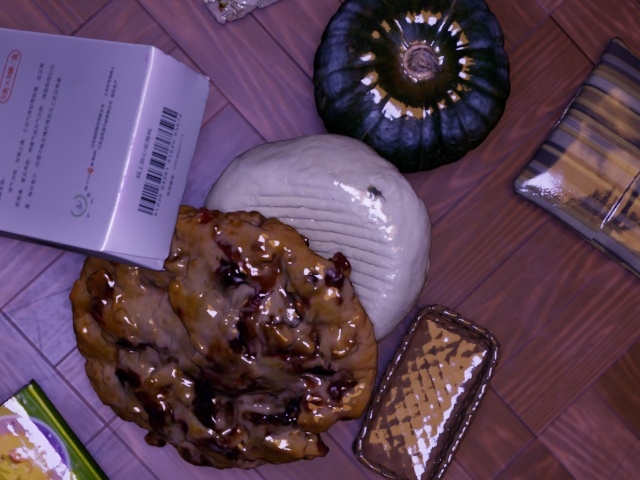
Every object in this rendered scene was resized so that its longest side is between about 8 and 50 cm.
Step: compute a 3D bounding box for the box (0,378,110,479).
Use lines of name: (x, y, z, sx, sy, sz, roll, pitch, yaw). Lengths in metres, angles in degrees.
box: (-0.246, 0.319, 1.608, 0.134, 0.097, 0.345, -36, 92, -6)

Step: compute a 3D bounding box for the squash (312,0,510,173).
squash: (0.096, -0.177, 1.638, 0.218, 0.172, 0.218, -5, 67, 13)

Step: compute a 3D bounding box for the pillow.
pillow: (0.351, -0.084, 1.725, 0.208, 0.052, 0.212, 35, 83, -1)

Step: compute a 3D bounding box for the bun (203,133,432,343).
bun: (0.000, 0.000, 1.602, 0.259, 0.160, 0.259, 10, 119, 19)

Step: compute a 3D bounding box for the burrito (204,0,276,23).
burrito: (-0.058, -0.283, 1.691, 0.149, 0.041, 0.055, -30, 104, -11)

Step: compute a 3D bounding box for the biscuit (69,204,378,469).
biscuit: (-0.105, 0.106, 1.560, 0.334, 0.081, 0.289, -3, 109, 26)

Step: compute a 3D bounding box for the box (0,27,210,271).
box: (-0.274, -0.098, 1.545, 0.299, 0.106, 0.200, 11, 85, 30)

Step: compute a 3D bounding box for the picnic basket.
picnic basket: (0.113, 0.169, 1.682, 0.110, 0.055, 0.193, 28, 85, -4)
